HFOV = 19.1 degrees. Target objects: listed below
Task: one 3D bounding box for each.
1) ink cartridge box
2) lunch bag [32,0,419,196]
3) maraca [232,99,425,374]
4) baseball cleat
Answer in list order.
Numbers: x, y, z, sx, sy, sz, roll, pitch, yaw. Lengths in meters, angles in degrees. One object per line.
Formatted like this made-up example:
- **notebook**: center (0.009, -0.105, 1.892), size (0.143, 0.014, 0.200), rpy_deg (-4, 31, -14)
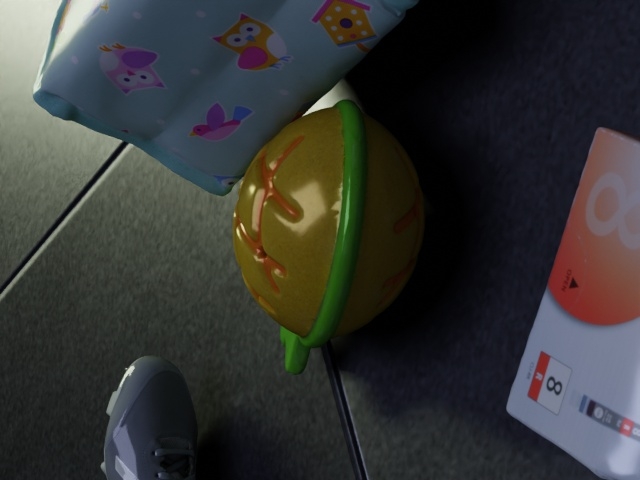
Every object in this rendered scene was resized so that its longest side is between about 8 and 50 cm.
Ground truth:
- **ink cartridge box**: center (0.165, 0.045, 0.819), size (0.179, 0.045, 0.145), rpy_deg (34, 111, 55)
- **lunch bag**: center (-0.036, -0.198, 1.058), size (0.223, 0.160, 0.262), rpy_deg (-40, 31, 48)
- **maraca**: center (0.000, 0.000, 1.018), size (0.186, 0.099, 0.127), rpy_deg (116, 162, -63)
- **baseball cleat**: center (-0.079, 0.172, 1.126), size (0.109, 0.072, 0.206), rpy_deg (-1, 86, 40)
